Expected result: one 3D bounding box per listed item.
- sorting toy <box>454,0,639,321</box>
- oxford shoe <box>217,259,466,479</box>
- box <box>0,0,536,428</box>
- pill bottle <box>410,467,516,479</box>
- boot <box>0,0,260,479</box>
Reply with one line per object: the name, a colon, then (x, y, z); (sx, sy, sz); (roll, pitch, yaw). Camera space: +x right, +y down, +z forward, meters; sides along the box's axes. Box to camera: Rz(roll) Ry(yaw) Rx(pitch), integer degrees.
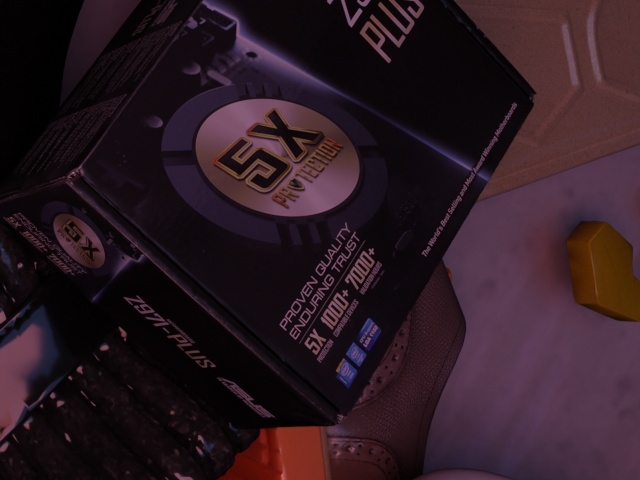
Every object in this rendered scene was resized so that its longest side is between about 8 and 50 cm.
sorting toy: (0.130, -0.099, 0.925); (0.229, 0.041, 0.307); (-21, 104, -35)
oxford shoe: (0.000, 0.000, 0.874); (0.133, 0.130, 0.363); (-6, 105, -39)
box: (-0.018, -0.038, 0.707); (0.147, 0.077, 0.180); (44, 62, -21)
pill bottle: (0.038, 0.250, 0.839); (0.153, 0.153, 0.264); (19, 119, -23)
boot: (-0.111, -0.019, 0.765); (0.260, 0.131, 0.348); (36, 92, 4)
